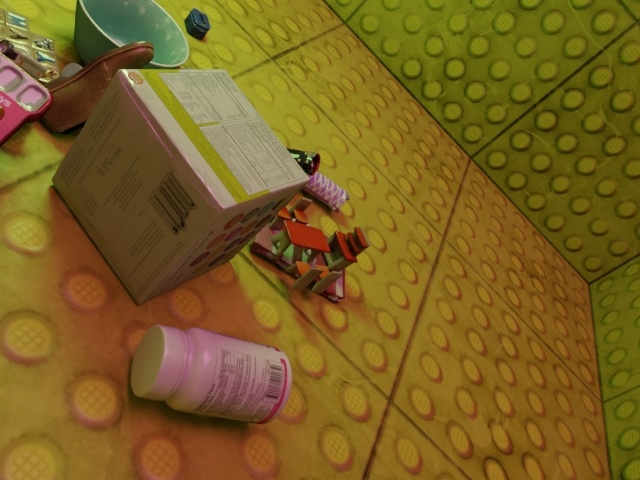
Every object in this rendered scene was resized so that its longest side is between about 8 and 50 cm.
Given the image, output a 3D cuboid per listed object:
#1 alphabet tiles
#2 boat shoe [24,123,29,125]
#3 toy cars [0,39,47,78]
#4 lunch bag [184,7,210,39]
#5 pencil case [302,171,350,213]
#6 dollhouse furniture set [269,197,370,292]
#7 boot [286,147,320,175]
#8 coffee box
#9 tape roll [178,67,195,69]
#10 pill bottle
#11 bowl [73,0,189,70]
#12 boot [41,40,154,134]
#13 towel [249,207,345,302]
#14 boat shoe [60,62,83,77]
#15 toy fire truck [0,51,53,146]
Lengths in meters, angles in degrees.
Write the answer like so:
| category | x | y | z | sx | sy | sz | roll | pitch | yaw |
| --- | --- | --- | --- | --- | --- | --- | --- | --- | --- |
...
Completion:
| category | x | y | z | sx | sy | sz | roll | pitch | yaw |
| --- | --- | --- | --- | --- | --- | --- | --- | --- | --- |
| alphabet tiles | -0.778 | -0.459 | 1.361 | 0.342 | 0.011 | 0.285 | 8 | 51 | -43 |
| boat shoe | -0.715 | -0.324 | 1.199 | 0.304 | 0.091 | 0.109 | 23 | 83 | -37 |
| toy cars | -0.779 | -0.439 | 1.244 | 0.393 | 0.087 | 0.176 | 30 | -2 | -24 |
| lunch bag | -0.419 | -0.744 | 2.037 | 0.067 | 0.065 | 0.099 | 12 | 47 | -43 |
| pencil case | -0.009 | -0.169 | 1.925 | 0.206 | 0.086 | 0.088 | 31 | 60 | -24 |
| dollhouse furniture set | 0.000 | 0.000 | 1.639 | 0.259 | 0.135 | 0.262 | 14 | 45 | -46 |
| boot | -0.114 | -0.230 | 1.774 | 0.178 | 0.085 | 0.236 | 11 | 25 | 16 |
| coffee box | -0.298 | -0.132 | 1.301 | 0.338 | 0.337 | 0.334 | 52 | 32 | 6 |
| tape roll | -0.337 | -0.334 | 1.644 | 0.274 | 0.090 | 0.275 | 24 | 52 | -34 |
| pill bottle | -0.211 | 0.261 | 1.165 | 0.283 | 0.160 | 0.161 | 23 | 41 | -35 |
| bowl | -0.529 | -0.529 | 1.598 | 0.311 | 0.163 | 0.312 | 30 | 37 | -26 |
| boot | -0.504 | -0.351 | 1.374 | 0.115 | 0.305 | 0.112 | 57 | -6 | 1 |
| towel | -0.059 | 0.020 | 1.712 | 0.329 | 0.037 | 0.237 | 35 | 33 | -24 |
| boat shoe | -0.555 | -0.338 | 1.458 | 0.228 | 0.080 | 0.076 | 48 | 2 | 18 |
| toy fire truck | -0.689 | -0.284 | 1.086 | 0.302 | 0.169 | 0.254 | 40 | 52 | -16 |
